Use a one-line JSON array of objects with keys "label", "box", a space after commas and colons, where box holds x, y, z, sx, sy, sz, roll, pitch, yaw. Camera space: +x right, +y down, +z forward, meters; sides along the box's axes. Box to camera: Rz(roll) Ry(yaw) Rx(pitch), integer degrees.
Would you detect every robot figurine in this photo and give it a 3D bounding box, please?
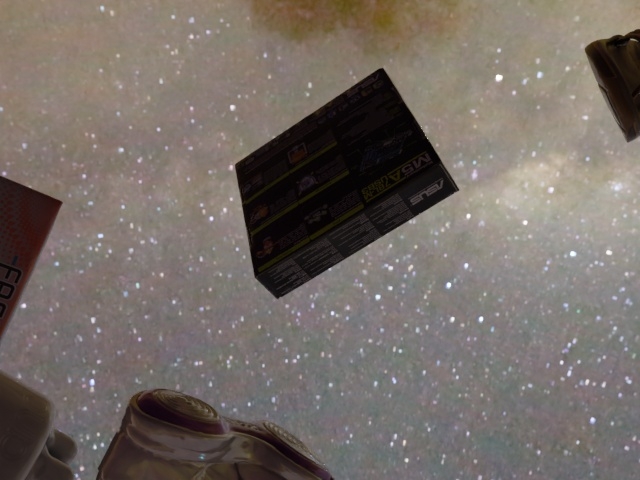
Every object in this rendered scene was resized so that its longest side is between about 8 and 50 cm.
[{"label": "robot figurine", "box": [-0.476, 0.229, 0.787, 0.200, 0.353, 0.300, -53, -157, -5]}]

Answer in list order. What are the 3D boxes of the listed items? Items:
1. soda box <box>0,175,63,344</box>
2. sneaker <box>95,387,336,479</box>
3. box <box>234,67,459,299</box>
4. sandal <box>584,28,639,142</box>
[{"label": "soda box", "box": [-0.221, 0.049, 0.387, 0.063, 0.058, 0.183, 24, -108, -21]}, {"label": "sneaker", "box": [-0.104, 0.267, 0.703, 0.305, 0.152, 0.114, 32, 176, -33]}, {"label": "box", "box": [0.012, -0.062, 0.618, 0.190, 0.045, 0.184, -32, -138, 12]}, {"label": "sandal", "box": [0.236, -0.123, 0.471, 0.049, 0.072, 0.180, -27, -177, 39]}]
